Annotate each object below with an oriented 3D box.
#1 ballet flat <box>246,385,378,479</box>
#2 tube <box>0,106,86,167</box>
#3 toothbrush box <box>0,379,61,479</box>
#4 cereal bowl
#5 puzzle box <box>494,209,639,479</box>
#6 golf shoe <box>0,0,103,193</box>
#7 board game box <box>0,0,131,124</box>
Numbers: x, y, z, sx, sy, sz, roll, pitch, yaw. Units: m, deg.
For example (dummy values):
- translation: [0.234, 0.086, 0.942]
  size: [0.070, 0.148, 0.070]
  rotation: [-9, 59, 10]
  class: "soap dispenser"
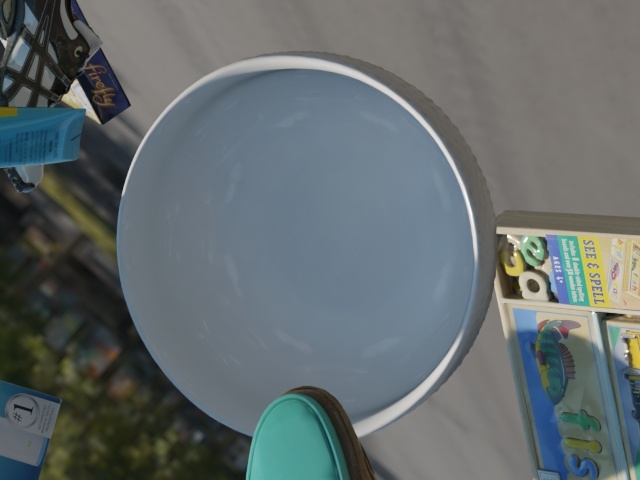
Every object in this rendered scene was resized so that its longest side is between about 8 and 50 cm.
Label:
- translation: [0.026, 0.274, 1.333]
  size: [0.124, 0.116, 0.342]
  rotation: [17, -125, -46]
  class: "ballet flat"
- translation: [-0.283, -0.076, 1.448]
  size: [0.207, 0.052, 0.080]
  rotation: [-2, 160, -12]
  class: "tube"
- translation: [-0.422, 0.208, 1.791]
  size: [0.295, 0.216, 0.126]
  rotation: [21, 167, -22]
  class: "toothbrush box"
- translation: [0.000, 0.000, 1.663]
  size: [0.339, 0.339, 0.141]
  rotation: [39, -159, 12]
  class: "cereal bowl"
- translation: [0.340, 0.167, 2.142]
  size: [0.272, 0.052, 0.409]
  rotation: [3, 115, 40]
  class: "puzzle box"
- translation: [-0.222, -0.136, 1.547]
  size: [0.094, 0.198, 0.077]
  rotation: [-2, -168, -7]
  class: "golf shoe"
- translation: [-0.310, -0.233, 2.133]
  size: [0.243, 0.042, 0.165]
  rotation: [31, 152, 55]
  class: "board game box"
